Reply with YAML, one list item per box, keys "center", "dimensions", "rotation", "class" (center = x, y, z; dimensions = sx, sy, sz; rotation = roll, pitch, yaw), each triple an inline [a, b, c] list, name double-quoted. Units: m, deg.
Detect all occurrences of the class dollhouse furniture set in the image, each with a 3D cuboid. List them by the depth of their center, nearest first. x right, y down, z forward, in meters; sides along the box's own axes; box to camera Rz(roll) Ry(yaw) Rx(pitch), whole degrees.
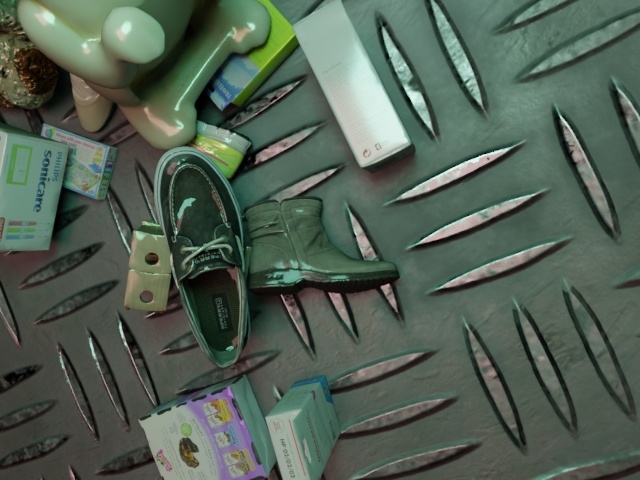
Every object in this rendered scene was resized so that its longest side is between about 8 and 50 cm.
- center: [-0.227, 0.050, 0.794]
  dimensions: [0.184, 0.129, 0.128]
  rotation: [9, 97, -16]
  class: "dollhouse furniture set"

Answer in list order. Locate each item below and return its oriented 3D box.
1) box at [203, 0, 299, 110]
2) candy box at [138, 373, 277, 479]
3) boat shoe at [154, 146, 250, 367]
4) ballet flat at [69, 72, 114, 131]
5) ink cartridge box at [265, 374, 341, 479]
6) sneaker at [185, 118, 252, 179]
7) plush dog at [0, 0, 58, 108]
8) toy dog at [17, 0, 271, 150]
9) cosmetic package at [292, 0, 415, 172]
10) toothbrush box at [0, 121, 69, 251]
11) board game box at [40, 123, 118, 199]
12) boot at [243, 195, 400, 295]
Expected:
- center: [-0.128, -0.312, 0.766]
  dimensions: [0.178, 0.042, 0.109]
  rotation: [-42, 82, 13]
  class: "box"
- center: [-0.198, 0.352, 0.813]
  dimensions: [0.196, 0.070, 0.164]
  rotation: [-23, 88, 14]
  class: "candy box"
- center: [-0.158, 0.027, 0.676]
  dimensions: [0.121, 0.119, 0.334]
  rotation: [-17, 104, -12]
  class: "boat shoe"
- center: [-0.401, -0.318, 0.816]
  dimensions: [0.086, 0.086, 0.248]
  rotation: [25, 100, 12]
  class: "ballet flat"
- center: [-0.027, 0.294, 0.708]
  dimensions: [0.062, 0.181, 0.104]
  rotation: [-17, 89, 15]
  class: "ink cartridge box"
- center: [-0.227, -0.165, 0.782]
  dimensions: [0.209, 0.081, 0.094]
  rotation: [21, 101, 12]
  class: "sneaker"
- center: [-0.564, -0.352, 0.829]
  dimensions: [0.263, 0.211, 0.225]
  rotation: [-2, 109, 42]
  class: "plush dog"
- center: [-0.281, -0.361, 0.554]
  dimensions: [0.284, 0.408, 0.395]
  rotation: [-45, 81, 0]
  class: "toy dog"
- center: [0.055, -0.222, 0.688]
  dimensions: [0.086, 0.117, 0.231]
  rotation: [-25, 89, 14]
  class: "cosmetic package"
- center: [-0.627, -0.118, 0.848]
  dimensions: [0.284, 0.122, 0.206]
  rotation: [19, 99, 20]
  class: "toothbrush box"
- center: [-0.469, -0.150, 0.873]
  dimensions: [0.154, 0.026, 0.103]
  rotation: [20, 98, 12]
  class: "board game box"
- center: [0.000, 0.000, 0.730]
  dimensions: [0.247, 0.083, 0.161]
  rotation: [-1, 71, -4]
  class: "boot"
